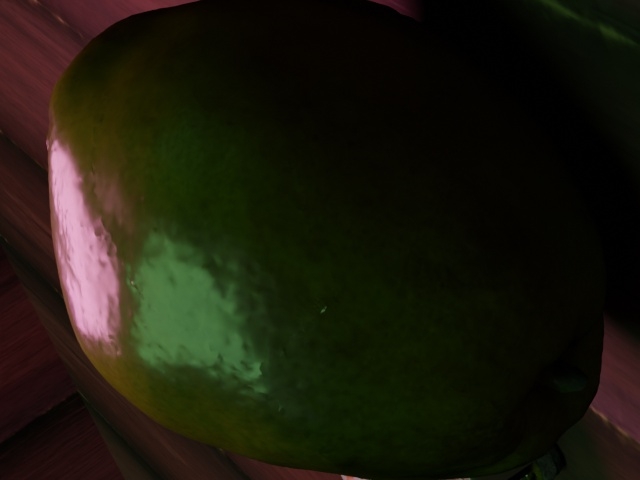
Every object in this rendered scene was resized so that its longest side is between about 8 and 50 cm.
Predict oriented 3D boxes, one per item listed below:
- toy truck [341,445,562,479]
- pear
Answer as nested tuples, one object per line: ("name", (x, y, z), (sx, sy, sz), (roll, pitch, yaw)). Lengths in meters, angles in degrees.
("toy truck", (0.074, 0.131, 1.354), (0.114, 0.098, 0.227), (61, 161, -4))
("pear", (0.000, 0.000, 1.046), (0.321, 0.269, 0.269), (30, 156, 17))
